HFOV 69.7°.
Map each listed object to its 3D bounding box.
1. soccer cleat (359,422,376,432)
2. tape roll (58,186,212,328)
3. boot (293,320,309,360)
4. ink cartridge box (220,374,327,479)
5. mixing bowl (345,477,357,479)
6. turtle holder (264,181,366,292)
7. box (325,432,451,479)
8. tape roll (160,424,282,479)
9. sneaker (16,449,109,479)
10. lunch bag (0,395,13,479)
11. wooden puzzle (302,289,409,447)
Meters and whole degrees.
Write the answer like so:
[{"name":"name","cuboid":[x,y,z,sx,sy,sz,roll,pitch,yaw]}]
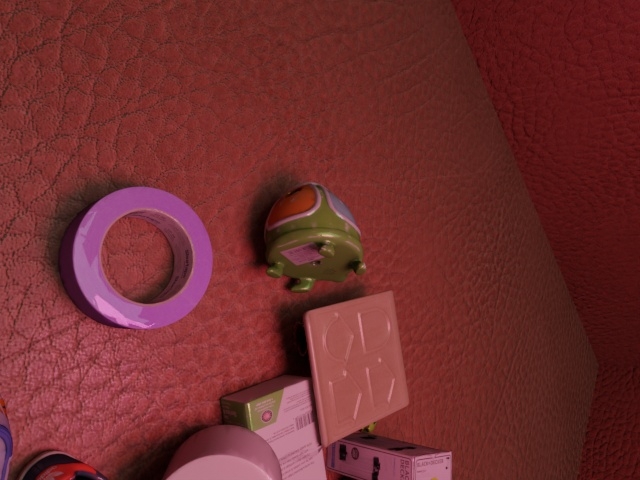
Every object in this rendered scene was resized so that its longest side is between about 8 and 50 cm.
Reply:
[{"name":"soccer cleat","cuboid":[0.125,0.469,1.335,0.072,0.060,0.179,-28,109,-53]},{"name":"tape roll","cuboid":[-0.356,0.036,0.913,0.274,0.090,0.275,9,77,-43]},{"name":"boot","cuboid":[0.017,0.314,1.239,0.178,0.085,0.237,-3,85,-40]},{"name":"ink cartridge box","cuboid":[-0.103,0.475,1.063,0.198,0.114,0.273,-6,86,-44]},{"name":"mixing bowl","cuboid":[0.097,0.705,1.222,0.181,0.098,0.182,0,90,-41]},{"name":"turtle holder","cuboid":[0.006,-0.009,1.175,0.320,0.243,0.228,14,56,-33]},{"name":"box","cuboid":[0.171,0.571,1.192,0.169,0.289,0.087,18,70,-42]},{"name":"tape roll","cuboid":[-0.188,0.496,0.864,0.245,0.169,0.247,0,86,-7]},{"name":"sneaker","cuboid":[-0.363,0.506,0.779,0.350,0.148,0.131,56,50,-22]},{"name":"lunch bag","cuboid":[-0.549,0.341,0.579,0.243,0.115,0.304,9,106,-46]},{"name":"wooden puzzle","cuboid":[0.090,0.314,1.200,0.347,0.080,0.323,-7,89,-43]}]
